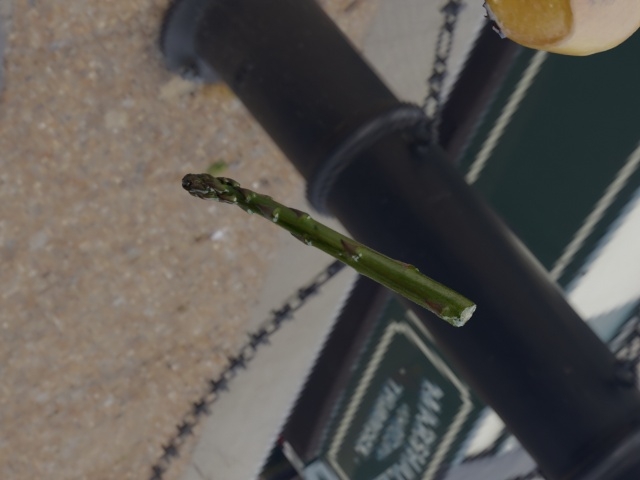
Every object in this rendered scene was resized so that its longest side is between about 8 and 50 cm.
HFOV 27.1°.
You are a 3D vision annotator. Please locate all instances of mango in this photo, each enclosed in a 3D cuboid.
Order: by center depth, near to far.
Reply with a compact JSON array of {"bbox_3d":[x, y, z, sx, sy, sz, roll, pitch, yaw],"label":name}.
[{"bbox_3d":[0.200,-0.243,1.106,0.252,0.126,0.154,33,73,-41],"label":"mango"}]

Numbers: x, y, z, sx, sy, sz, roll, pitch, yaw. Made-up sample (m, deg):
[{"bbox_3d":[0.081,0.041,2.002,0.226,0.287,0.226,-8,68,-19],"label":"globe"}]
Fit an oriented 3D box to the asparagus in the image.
[{"bbox_3d":[0.000,0.000,0.959,0.025,0.248,0.024,-55,158,-22],"label":"asparagus"}]
